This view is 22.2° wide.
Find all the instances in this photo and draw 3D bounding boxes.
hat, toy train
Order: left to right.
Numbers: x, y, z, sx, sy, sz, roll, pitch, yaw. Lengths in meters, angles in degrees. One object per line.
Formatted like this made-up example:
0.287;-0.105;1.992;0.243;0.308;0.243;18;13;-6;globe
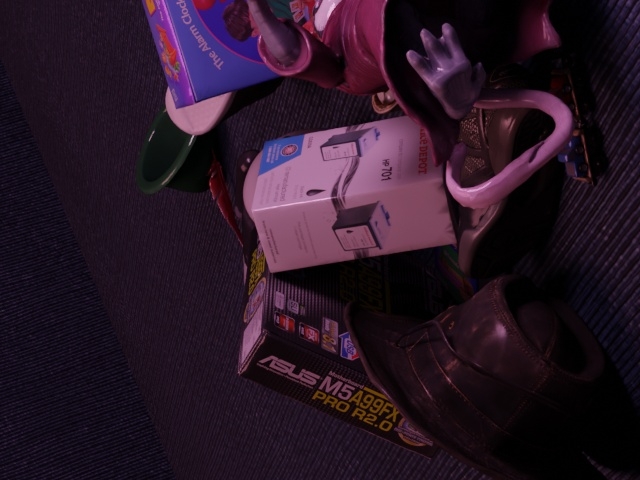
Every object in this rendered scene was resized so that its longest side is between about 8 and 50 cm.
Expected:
-0.161;-0.107;2.463;0.173;0.184;0.208;13;78;62;hat
0.172;0.107;1.496;0.134;0.331;0.331;-57;39;13;hat
0.208;-0.120;1.373;0.027;0.036;0.158;17;123;68;toy train

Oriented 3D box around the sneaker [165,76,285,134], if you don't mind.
-0.065;-0.256;1.919;0.104;0.147;0.296;43;125;4;sneaker

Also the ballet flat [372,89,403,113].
0.086;-0.177;1.641;0.168;0.052;0.057;105;143;-58;ballet flat

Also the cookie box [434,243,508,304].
0.152;0.013;1.654;0.092;0.040;0.107;-129;28;-48;cookie box

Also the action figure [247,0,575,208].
0.086;-0.188;1.421;0.275;0.248;0.370;59;162;-8;action figure

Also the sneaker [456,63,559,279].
0.155;-0.074;1.497;0.227;0.087;0.130;94;153;-43;sneaker

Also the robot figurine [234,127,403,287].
-0.003;-0.003;1.887;0.278;0.209;0.173;91;-177;-47;robot figurine

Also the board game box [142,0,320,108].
-0.082;-0.333;1.649;0.078;0.233;0.347;0;107;70;board game box

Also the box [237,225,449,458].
0.030;0.080;1.658;0.060;0.216;0.270;-58;15;28;box

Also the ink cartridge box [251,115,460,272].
0.038;-0.049;1.609;0.139;0.191;0.082;-83;-21;-56;ink cartridge box
